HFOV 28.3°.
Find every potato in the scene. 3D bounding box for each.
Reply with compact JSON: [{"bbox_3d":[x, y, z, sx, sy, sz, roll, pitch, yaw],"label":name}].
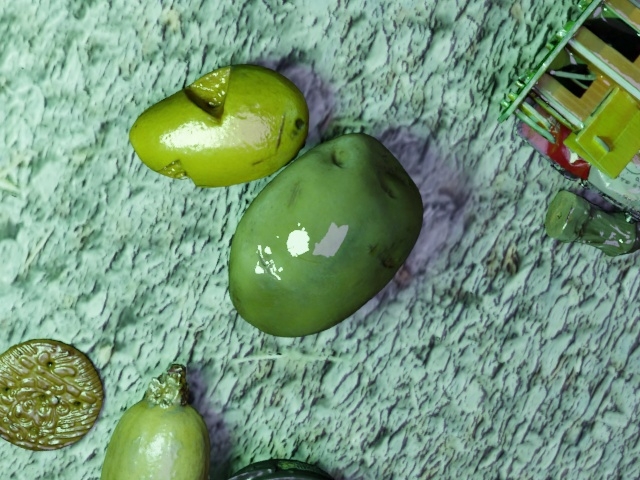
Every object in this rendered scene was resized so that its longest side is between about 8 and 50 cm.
[{"bbox_3d":[0.000,0.000,1.862,0.326,0.243,0.221,-41,68,3],"label":"potato"}]

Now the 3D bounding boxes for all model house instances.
[{"bbox_3d":[0.469,-0.207,1.786,0.323,0.340,0.300,38,93,1],"label":"model house"}]

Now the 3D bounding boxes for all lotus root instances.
[{"bbox_3d":[-0.257,0.356,1.957,0.151,0.169,0.343,-8,114,-51],"label":"lotus root"}]

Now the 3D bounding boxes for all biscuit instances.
[{"bbox_3d":[-0.432,0.242,1.967,0.187,0.027,0.188,-3,107,-9],"label":"biscuit"}]

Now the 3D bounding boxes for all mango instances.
[{"bbox_3d":[-0.145,-0.162,1.846,0.261,0.130,0.167,-19,104,1],"label":"mango"}]

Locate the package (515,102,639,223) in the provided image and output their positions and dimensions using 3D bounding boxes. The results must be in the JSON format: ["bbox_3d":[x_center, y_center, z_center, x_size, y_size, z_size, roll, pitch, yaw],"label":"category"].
[{"bbox_3d":[0.460,-0.160,1.986,0.269,0.071,0.194,39,86,1],"label":"package"}]

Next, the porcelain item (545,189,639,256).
[{"bbox_3d":[0.470,-0.012,2.033,0.215,0.069,0.081,17,98,-19],"label":"porcelain item"}]

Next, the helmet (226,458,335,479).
[{"bbox_3d":[-0.075,0.445,2.017,0.278,0.160,0.231,21,102,-15],"label":"helmet"}]
